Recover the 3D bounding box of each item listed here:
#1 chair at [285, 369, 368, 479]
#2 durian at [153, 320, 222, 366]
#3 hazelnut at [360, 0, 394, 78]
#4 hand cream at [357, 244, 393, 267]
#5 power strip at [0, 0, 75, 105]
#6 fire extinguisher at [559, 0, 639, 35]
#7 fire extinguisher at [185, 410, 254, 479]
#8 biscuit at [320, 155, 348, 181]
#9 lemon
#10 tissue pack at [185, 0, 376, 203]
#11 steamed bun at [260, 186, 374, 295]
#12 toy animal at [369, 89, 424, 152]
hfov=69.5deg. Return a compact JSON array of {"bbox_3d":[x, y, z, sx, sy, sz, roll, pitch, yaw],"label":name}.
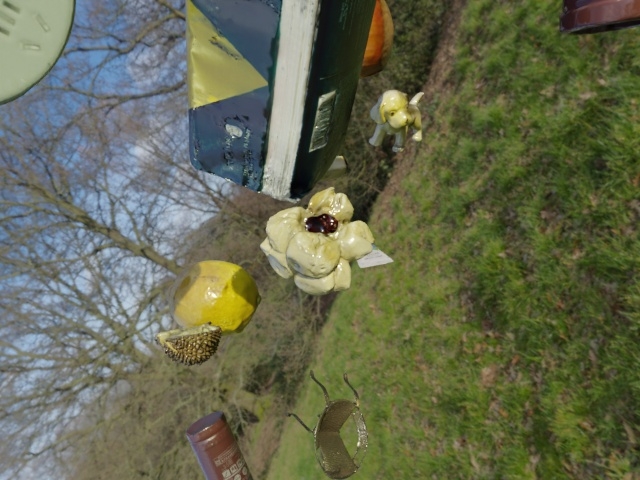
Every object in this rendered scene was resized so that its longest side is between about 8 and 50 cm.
[{"bbox_3d":[0.030,0.448,1.119,0.149,0.174,0.213,-58,40,15],"label":"chair"},{"bbox_3d":[-0.226,0.185,0.819,0.140,0.111,0.070,-15,-77,-74],"label":"durian"},{"bbox_3d":[0.073,-0.490,1.090,0.214,0.215,0.176,-59,14,1],"label":"hazelnut"},{"bbox_3d":[0.120,0.034,1.169,0.142,0.084,0.053,-129,29,-69],"label":"hand cream"},{"bbox_3d":[-0.499,-0.334,0.586,0.357,0.358,0.161,-57,39,11],"label":"power strip"},{"bbox_3d":[0.264,-0.325,0.388,0.105,0.105,0.268,-102,5,-74],"label":"fire extinguisher"},{"bbox_3d":[-0.258,0.655,1.267,0.114,0.337,0.135,-23,2,38],"label":"fire extinguisher"},{"bbox_3d":[-0.022,-0.180,1.197,0.056,0.188,0.052,125,129,-69],"label":"biscuit"},{"bbox_3d":[-0.320,0.172,1.379,0.233,0.289,0.233,-178,90,-89],"label":"lemon"},{"bbox_3d":[-0.063,-0.313,0.780,0.264,0.254,0.416,-57,-14,-46],"label":"tissue pack"},{"bbox_3d":[0.000,0.000,0.824,0.178,0.192,0.106,-31,-24,-20],"label":"steamed bun"},{"bbox_3d":[0.226,-0.346,1.330,0.233,0.121,0.168,-26,-44,-55],"label":"toy animal"}]
